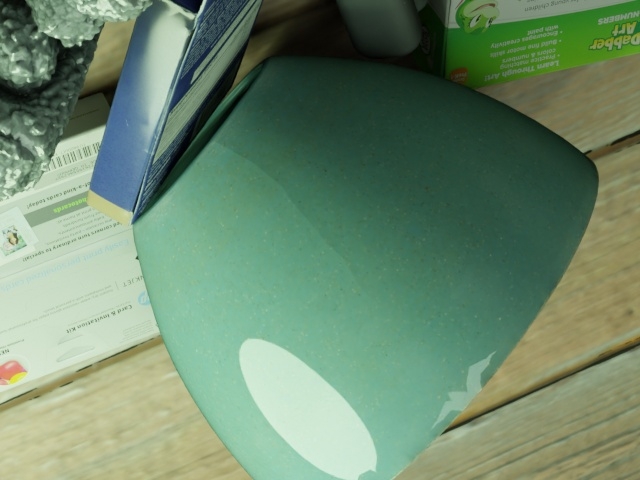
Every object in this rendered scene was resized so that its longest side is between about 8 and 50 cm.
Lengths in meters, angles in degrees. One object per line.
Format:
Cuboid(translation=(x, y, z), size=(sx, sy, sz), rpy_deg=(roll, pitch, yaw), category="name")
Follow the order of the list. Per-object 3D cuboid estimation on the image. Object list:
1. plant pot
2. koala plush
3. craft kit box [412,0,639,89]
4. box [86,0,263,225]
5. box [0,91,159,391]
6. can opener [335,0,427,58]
Cuboid(translation=(0.000, 0.000, 1.015), size=(0.195, 0.290, 0.290), rpy_deg=(39, 107, -10), category="plant pot")
Cuboid(translation=(-0.199, -0.173, 0.826), size=(0.221, 0.203, 0.196), rpy_deg=(26, 127, -18), category="koala plush")
Cuboid(translation=(0.186, -0.226, 1.040), size=(0.250, 0.061, 0.246), rpy_deg=(-13, 130, -17), category="craft kit box")
Cuboid(translation=(-0.065, -0.122, 0.908), size=(0.036, 0.136, 0.225), rpy_deg=(30, 141, 2), category="box")
Cuboid(translation=(-0.182, 0.007, 1.061), size=(0.145, 0.038, 0.186), rpy_deg=(-21, 134, -9), category="box")
Cuboid(translation=(-0.016, -0.221, 0.943), size=(0.095, 0.076, 0.283), rpy_deg=(-4, 139, 19), category="can opener")
